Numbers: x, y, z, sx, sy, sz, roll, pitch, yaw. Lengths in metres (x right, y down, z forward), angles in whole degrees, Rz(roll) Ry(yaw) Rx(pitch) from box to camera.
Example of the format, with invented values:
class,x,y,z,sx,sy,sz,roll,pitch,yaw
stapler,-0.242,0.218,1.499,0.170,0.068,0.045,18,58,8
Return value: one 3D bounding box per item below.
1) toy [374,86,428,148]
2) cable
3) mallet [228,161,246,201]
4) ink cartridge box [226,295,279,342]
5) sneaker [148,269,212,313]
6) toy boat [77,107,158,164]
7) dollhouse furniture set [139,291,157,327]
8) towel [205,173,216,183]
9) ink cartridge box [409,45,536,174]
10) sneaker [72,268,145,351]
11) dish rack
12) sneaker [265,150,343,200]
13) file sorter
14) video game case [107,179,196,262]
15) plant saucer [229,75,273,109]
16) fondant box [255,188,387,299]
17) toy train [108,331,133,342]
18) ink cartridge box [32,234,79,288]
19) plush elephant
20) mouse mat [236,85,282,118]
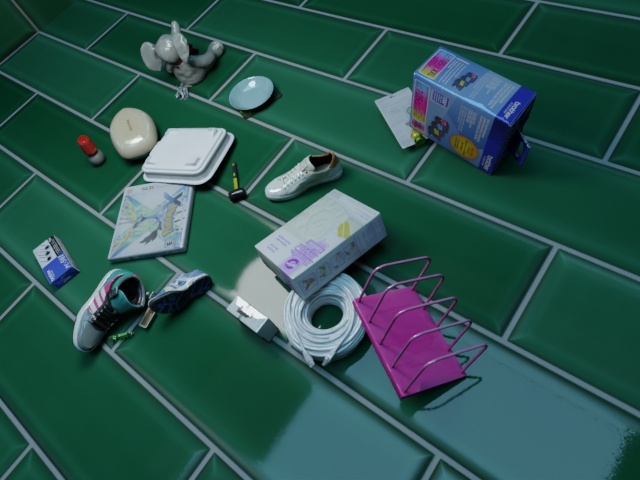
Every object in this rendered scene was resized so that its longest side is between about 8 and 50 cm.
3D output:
class,x,y,z,sx,sy,sz,roll,pitch,yaw
toy,0.305,-0.429,1.692,0.136,0.056,0.237,-22,61,-2
cable,0.018,0.218,1.363,0.257,0.089,0.257,-37,56,-9
mallet,-0.308,-0.227,1.760,0.062,0.039,0.190,-12,53,10
ink cartridge box,-0.202,0.235,1.408,0.135,0.099,0.056,30,72,30
sneaker,-0.460,0.165,1.533,0.211,0.080,0.081,-27,40,-28
toy boat,-0.838,-0.419,1.978,0.317,0.148,0.268,-20,61,-5
dollhouse furniture set,-0.542,0.225,1.523,0.090,0.081,0.114,14,65,23
towel,-0.460,-0.269,1.830,0.067,0.029,0.119,-45,59,-12
ink cartridge box,0.481,-0.384,1.464,0.395,0.270,0.151,35,75,21
sneaker,-0.667,0.224,1.526,0.178,0.124,0.296,-5,55,37
dish rack,-0.531,-0.348,1.849,0.332,0.072,0.286,5,56,25
sneaker,-0.072,-0.237,1.645,0.289,0.123,0.106,-22,58,3
file sorter,0.250,0.207,1.202,0.201,0.182,0.291,-9,52,-24
video game case,-0.622,-0.085,1.761,0.299,0.036,0.329,-8,58,11
plant saucer,-0.284,-0.606,1.971,0.194,0.037,0.195,-7,59,11
fondant box,0.000,0.000,1.437,0.330,0.096,0.238,-38,39,-16
toy train,-0.650,0.312,1.536,0.083,0.024,0.017,-18,56,5
ink cartridge box,-0.989,0.077,1.763,0.097,0.046,0.207,-42,58,-9
plush elephant,-0.624,-0.825,2.077,0.271,0.255,0.330,1,60,16
mouse mat,-0.270,-0.598,1.989,0.189,0.007,0.153,-35,57,-6
